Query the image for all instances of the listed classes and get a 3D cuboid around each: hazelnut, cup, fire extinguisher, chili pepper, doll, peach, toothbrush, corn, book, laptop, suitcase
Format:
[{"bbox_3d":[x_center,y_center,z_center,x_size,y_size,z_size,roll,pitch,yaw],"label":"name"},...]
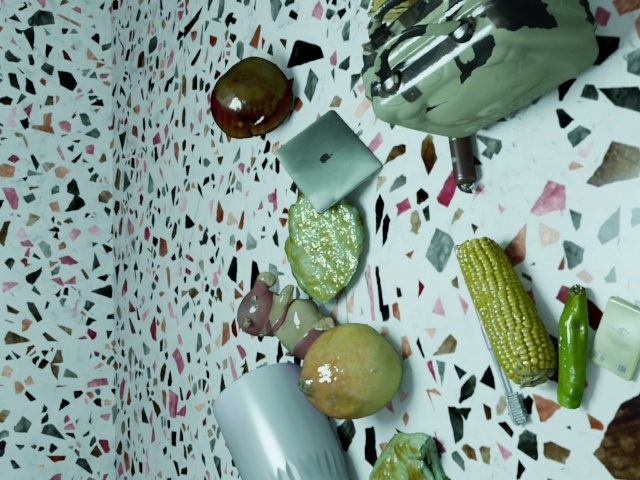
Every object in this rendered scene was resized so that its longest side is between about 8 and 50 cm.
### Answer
[{"bbox_3d":[-0.190,-0.376,1.896,0.229,0.229,0.230,-4,85,55],"label":"hazelnut"},{"bbox_3d":[-0.084,0.497,1.661,0.371,0.253,0.253,59,134,34],"label":"cup"},{"bbox_3d":[0.275,-0.157,1.352,0.078,0.045,0.157,117,147,-76],"label":"fire extinguisher"},{"bbox_3d":[0.410,0.172,1.126,0.052,0.050,0.202,4,91,55],"label":"chili pepper"},{"bbox_3d":[-0.073,0.199,1.690,0.152,0.255,0.196,-61,-2,-12],"label":"doll"},{"bbox_3d":[0.053,0.281,1.489,0.232,0.232,0.233,-4,85,55],"label":"peach"},{"bbox_3d":[0.314,0.166,1.289,0.029,0.024,0.354,-37,59,42],"label":"toothbrush"},{"bbox_3d":[0.325,0.117,1.219,0.106,0.106,0.293,-48,48,43],"label":"corn"},{"bbox_3d":[0.466,0.152,1.076,0.077,0.014,0.111,33,116,50],"label":"book"},{"bbox_3d":[0.013,-0.194,1.664,0.187,0.015,0.269,-37,48,3],"label":"laptop"},{"bbox_3d":[0.233,-0.304,1.144,0.351,0.339,0.194,-29,64,47],"label":"suitcase"}]

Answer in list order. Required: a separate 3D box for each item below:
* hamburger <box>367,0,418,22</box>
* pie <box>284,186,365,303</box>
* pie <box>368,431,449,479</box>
[{"bbox_3d":[0.181,-0.521,1.475,0.176,0.087,0.102,19,93,61],"label":"hamburger"},{"bbox_3d":[0.005,0.007,1.683,0.257,0.105,0.274,34,117,41],"label":"pie"},{"bbox_3d":[0.194,0.537,1.409,0.302,0.067,0.303,-3,86,54],"label":"pie"}]
